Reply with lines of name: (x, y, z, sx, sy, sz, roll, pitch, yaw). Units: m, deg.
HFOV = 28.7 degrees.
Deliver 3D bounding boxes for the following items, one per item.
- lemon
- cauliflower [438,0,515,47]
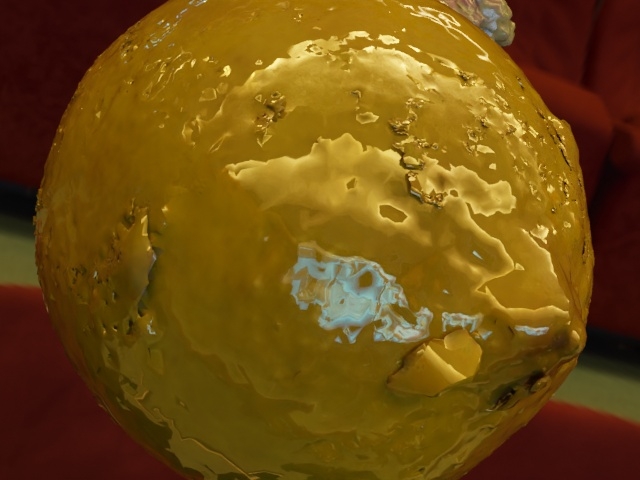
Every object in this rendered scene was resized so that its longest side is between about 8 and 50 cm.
lemon: (0.000, 0.000, 0.400, 0.174, 0.173, 0.206, 10, 11, -35)
cauliflower: (0.024, -0.085, 0.816, 0.239, 0.315, 0.256, 9, 49, 26)
